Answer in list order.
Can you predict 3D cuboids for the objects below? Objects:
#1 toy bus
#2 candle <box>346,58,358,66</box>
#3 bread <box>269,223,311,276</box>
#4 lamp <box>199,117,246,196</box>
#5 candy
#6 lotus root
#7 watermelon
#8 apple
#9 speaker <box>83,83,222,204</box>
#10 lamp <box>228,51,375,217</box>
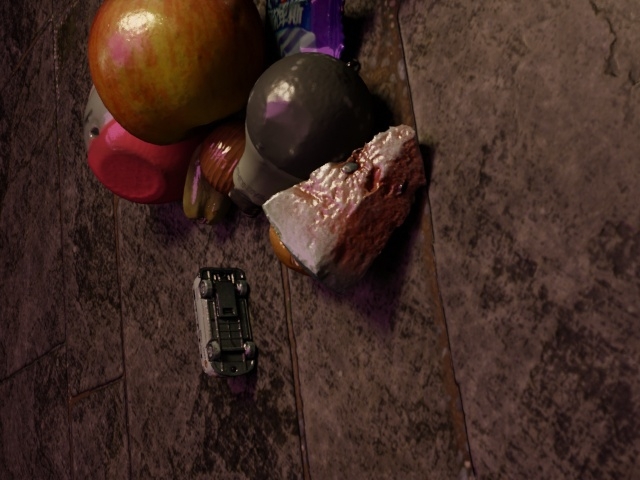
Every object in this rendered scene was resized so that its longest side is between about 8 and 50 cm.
[{"bbox_3d":[-0.171,0.146,1.529,0.089,0.087,0.194,-39,56,54],"label":"toy bus"},{"bbox_3d":[0.020,-0.199,1.354,0.026,0.021,0.167,43,121,47],"label":"candle"},{"bbox_3d":[0.000,0.000,1.311,0.189,0.077,0.114,22,86,43],"label":"bread"},{"bbox_3d":[-0.135,-0.137,1.467,0.136,0.136,0.136,-10,78,54],"label":"lamp"},{"bbox_3d":[-0.033,-0.338,1.406,0.275,0.070,0.145,36,124,55],"label":"candy"},{"bbox_3d":[-0.193,-0.118,1.586,0.077,0.090,0.183,-146,65,-79],"label":"lotus root"},{"bbox_3d":[0.050,-0.053,1.198,0.241,0.094,0.154,-44,60,7],"label":"watermelon"},{"bbox_3d":[-0.227,-0.290,1.447,0.301,0.301,0.302,-10,78,54],"label":"apple"},{"bbox_3d":[-0.319,-0.222,1.702,0.294,0.294,0.294,-10,78,54],"label":"speaker"},{"bbox_3d":[-0.061,-0.151,1.300,0.314,0.182,0.182,-27,64,37],"label":"lamp"}]
